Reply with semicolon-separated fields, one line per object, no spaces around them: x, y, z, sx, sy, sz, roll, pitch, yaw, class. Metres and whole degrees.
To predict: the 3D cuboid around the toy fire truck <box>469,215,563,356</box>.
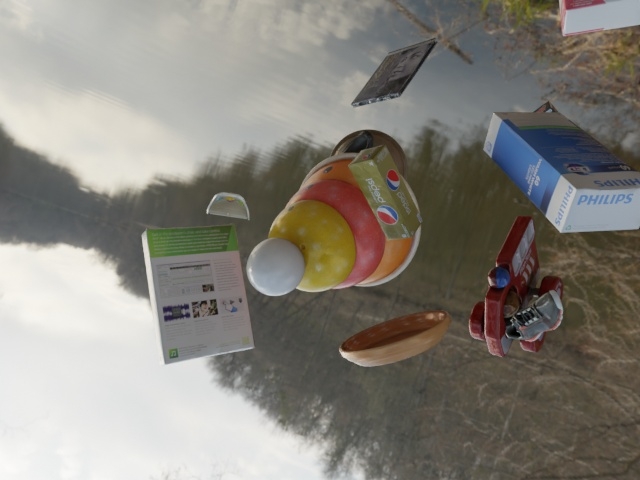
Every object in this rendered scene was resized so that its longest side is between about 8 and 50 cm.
0.472;0.118;1.392;0.169;0.302;0.254;9;138;39;toy fire truck

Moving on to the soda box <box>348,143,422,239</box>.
0.127;-0.090;1.084;0.061;0.058;0.181;-7;122;43;soda box

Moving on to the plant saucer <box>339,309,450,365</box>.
0.131;0.171;0.975;0.199;0.037;0.200;-19;180;0;plant saucer

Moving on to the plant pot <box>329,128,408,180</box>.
0.131;-0.201;1.611;0.237;0.238;0.110;17;-171;8;plant pot

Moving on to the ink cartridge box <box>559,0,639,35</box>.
0.595;-0.566;1.203;0.158;0.218;0.092;-3;159;20;ink cartridge box

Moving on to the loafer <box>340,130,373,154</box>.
0.080;-0.216;1.474;0.062;0.170;0.061;47;-138;14;loafer

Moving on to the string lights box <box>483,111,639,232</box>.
0.378;-0.118;0.887;0.133;0.077;0.260;-2;-144;-12;string lights box

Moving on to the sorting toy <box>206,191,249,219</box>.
-0.172;-0.074;1.070;0.083;0.045;0.075;8;165;-8;sorting toy

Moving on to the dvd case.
0.190;-0.433;1.453;0.164;0.221;0.018;2;140;50;dvd case

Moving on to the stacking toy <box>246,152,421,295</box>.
0.000;0.000;1.278;0.350;0.351;0.480;15;-158;24;stacking toy

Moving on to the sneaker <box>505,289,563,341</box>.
0.402;0.151;1.070;0.064;0.061;0.158;-4;143;-13;sneaker

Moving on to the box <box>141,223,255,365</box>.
-0.298;0.124;1.379;0.232;0.322;0.058;-4;170;-33;box

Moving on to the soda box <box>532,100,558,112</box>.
0.671;-0.363;1.789;0.053;0.060;0.169;42;123;-17;soda box
